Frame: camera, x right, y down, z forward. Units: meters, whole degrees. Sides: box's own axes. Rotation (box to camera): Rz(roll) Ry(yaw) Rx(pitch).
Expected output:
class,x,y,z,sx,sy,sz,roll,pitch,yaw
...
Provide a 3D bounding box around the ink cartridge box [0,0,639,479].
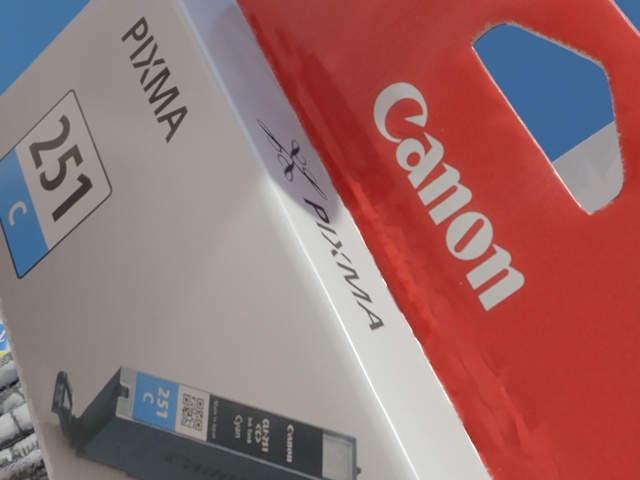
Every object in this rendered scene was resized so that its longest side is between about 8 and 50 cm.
class,x,y,z,sx,sy,sz,roll,pitch,yaw
ink cartridge box,0.000,0.000,0.373,0.261,0.066,0.296,-39,-122,19

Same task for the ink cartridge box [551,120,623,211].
class,x,y,z,sx,sy,sz,roll,pitch,yaw
ink cartridge box,0.266,0.074,0.658,0.207,0.283,0.117,19,-38,-33

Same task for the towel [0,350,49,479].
class,x,y,z,sx,sy,sz,roll,pitch,yaw
towel,-0.090,0.133,0.623,0.121,0.283,0.235,58,-10,25

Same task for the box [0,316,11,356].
class,x,y,z,sx,sy,sz,roll,pitch,yaw
box,-0.311,0.107,0.963,0.256,0.128,0.122,18,-31,-15
